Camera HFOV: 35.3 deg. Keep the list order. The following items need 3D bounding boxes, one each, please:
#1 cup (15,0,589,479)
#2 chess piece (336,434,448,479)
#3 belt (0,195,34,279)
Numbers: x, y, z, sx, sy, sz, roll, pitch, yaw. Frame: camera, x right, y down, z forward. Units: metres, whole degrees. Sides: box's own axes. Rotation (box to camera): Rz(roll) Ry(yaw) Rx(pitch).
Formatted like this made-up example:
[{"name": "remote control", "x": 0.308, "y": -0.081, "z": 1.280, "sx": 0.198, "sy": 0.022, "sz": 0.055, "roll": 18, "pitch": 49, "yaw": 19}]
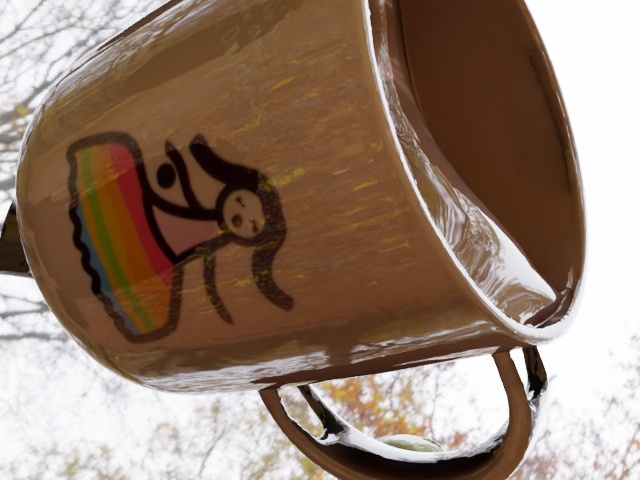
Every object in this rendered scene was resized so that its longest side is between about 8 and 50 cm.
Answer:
[{"name": "cup", "x": 0.000, "y": 0.000, "z": 0.454, "sx": 0.200, "sy": 0.191, "sz": 0.253, "roll": -18, "pitch": -82, "yaw": 32}, {"name": "chess piece", "x": 0.022, "y": 0.262, "z": 0.787, "sx": 0.133, "sy": 0.243, "sz": 0.133, "roll": 12, "pitch": -68, "yaw": 31}, {"name": "belt", "x": -0.365, "y": -0.008, "z": 1.251, "sx": 0.058, "sy": 0.140, "sz": 0.105, "roll": 13, "pitch": -78, "yaw": -9}]
